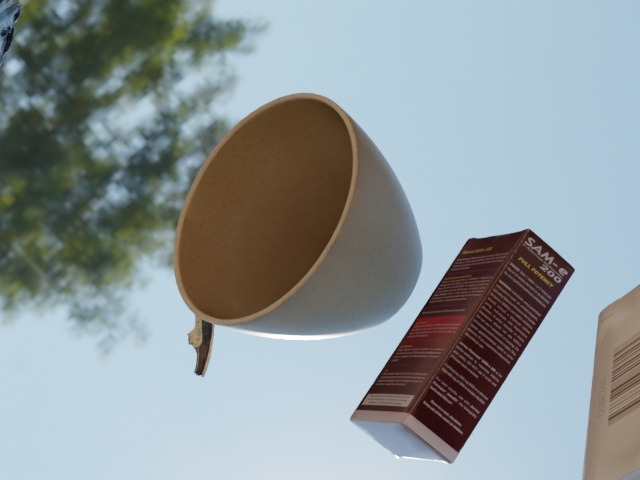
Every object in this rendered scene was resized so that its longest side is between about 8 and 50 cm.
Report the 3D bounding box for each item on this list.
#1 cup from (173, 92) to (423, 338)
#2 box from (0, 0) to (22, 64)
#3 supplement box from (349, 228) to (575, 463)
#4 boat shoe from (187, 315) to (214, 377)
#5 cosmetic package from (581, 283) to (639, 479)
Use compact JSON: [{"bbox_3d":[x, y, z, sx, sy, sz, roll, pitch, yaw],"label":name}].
[{"bbox_3d":[0.000,0.000,2.174,0.331,0.237,0.331,-25,-129,35],"label":"cup"},{"bbox_3d":[-0.645,-0.191,1.749,0.472,0.480,0.297,-71,-175,-71],"label":"box"},{"bbox_3d":[0.142,0.105,1.628,0.239,0.073,0.130,-56,-164,-16],"label":"supplement box"},{"bbox_3d":[-0.184,0.142,2.493,0.049,0.043,0.137,158,-60,-85],"label":"boat shoe"},{"bbox_3d":[0.435,0.196,1.457,0.156,0.385,0.217,-44,-153,49],"label":"cosmetic package"}]
